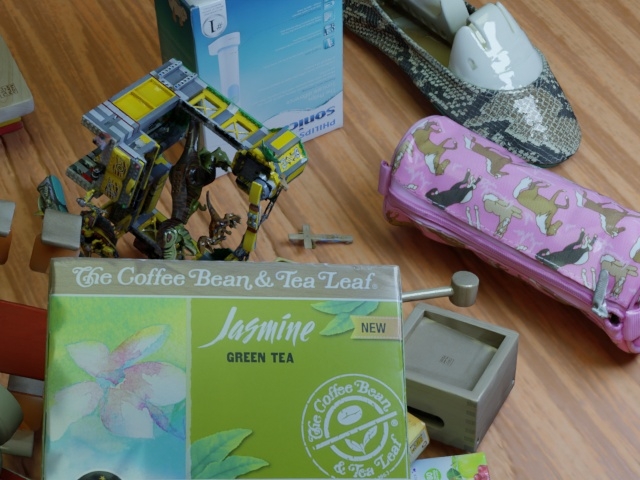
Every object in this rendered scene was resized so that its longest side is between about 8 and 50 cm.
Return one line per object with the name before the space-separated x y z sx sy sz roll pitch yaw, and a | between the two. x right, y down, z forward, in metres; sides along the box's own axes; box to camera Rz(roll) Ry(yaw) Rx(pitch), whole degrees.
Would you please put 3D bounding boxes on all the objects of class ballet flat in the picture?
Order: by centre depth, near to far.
ballet flat | -0.347 -0.037 1.788 0.041 0.041 0.114 -17 49 -14
ballet flat | 0.177 -0.291 1.907 0.164 0.182 0.483 -29 53 -24

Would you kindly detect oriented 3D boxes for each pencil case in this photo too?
pencil case | 0.257 -0.015 1.673 0.386 0.167 0.160 30 87 26

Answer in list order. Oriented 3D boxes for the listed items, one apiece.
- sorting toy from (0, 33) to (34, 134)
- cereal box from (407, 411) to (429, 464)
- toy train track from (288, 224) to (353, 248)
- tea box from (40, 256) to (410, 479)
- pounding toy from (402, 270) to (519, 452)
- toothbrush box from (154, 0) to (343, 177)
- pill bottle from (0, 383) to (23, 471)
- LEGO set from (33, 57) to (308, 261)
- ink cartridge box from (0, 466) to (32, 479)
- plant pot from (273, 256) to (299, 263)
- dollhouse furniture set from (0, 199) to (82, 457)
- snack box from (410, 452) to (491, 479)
sorting toy | -0.553 -0.203 1.904 0.255 0.089 0.257 -20 51 -16
cereal box | -0.022 0.251 1.472 0.173 0.047 0.240 29 65 30
toy train track | 0.000 0.000 1.759 0.083 0.014 0.048 1 40 -5
tea box | -0.098 0.198 1.297 0.329 0.220 0.323 1 72 -10
pounding toy | 0.136 0.129 1.591 0.181 0.094 0.206 17 41 22
toothbrush box | -0.091 -0.253 1.801 0.216 0.295 0.126 -24 50 -19
pill bottle | -0.380 0.226 1.310 0.117 0.117 0.208 20 51 18
LEGO set | -0.183 -0.031 1.568 0.255 0.331 0.192 44 46 5
ink cartridge box | -0.468 0.344 1.375 0.272 0.130 0.309 20 51 20
plant pot | -0.030 0.085 1.633 0.081 0.083 0.081 17 51 16
dollhouse furniture set | -0.293 0.114 1.478 0.259 0.262 0.135 12 18 -13
snack box | 0.117 0.286 1.475 0.141 0.037 0.100 -6 46 -1
